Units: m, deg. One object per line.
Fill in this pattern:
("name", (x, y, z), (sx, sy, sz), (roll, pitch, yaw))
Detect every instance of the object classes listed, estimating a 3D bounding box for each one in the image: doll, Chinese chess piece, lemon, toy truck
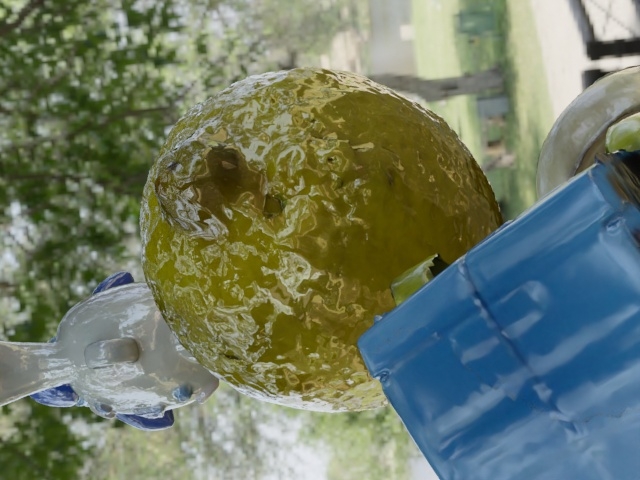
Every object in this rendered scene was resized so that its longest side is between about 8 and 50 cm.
("doll", (-0.196, 0.132, 1.232), (0.365, 0.376, 0.187), (75, -154, -86))
("Chinese chess piece", (0.363, -0.070, 1.207), (0.103, 0.250, 0.249), (-110, 12, -62))
("lemon", (0.000, 0.000, 0.776), (0.320, 0.245, 0.245), (25, -126, -56))
("toy truck", (0.177, 0.037, 0.570), (0.162, 0.161, 0.385), (58, -152, 12))
